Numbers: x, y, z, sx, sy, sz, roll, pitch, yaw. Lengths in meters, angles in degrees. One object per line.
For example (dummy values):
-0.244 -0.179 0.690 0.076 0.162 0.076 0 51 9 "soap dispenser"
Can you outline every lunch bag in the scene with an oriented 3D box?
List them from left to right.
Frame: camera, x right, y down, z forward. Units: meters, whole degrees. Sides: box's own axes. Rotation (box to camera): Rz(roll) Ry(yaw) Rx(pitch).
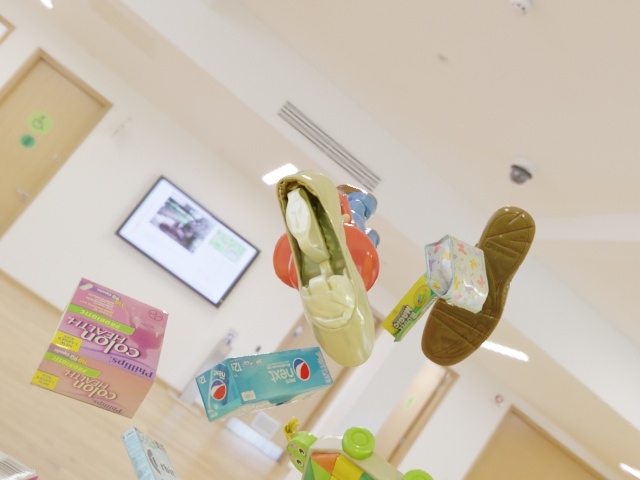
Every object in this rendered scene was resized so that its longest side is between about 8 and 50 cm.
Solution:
0.168 0.045 0.771 0.071 0.083 0.053 20 -37 -34 "lunch bag"

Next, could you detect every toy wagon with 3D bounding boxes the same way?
0.054 0.444 1.084 0.344 0.068 0.267 31 -51 25 "toy wagon"

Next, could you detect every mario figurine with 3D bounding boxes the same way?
0.000 0.000 0.935 0.198 0.170 0.320 52 18 -2 "mario figurine"

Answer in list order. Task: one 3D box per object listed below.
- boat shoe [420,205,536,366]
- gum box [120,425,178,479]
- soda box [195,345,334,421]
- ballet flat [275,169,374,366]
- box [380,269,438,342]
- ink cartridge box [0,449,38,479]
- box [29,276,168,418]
0.313 0.092 1.233 0.123 0.342 0.123 27 3 11 "boat shoe"
-0.396 0.554 1.484 0.184 0.041 0.157 51 -9 37 "gum box"
-0.075 0.205 0.901 0.210 0.071 0.067 7 55 -53 "soda box"
-0.001 0.030 0.735 0.086 0.086 0.248 79 -5 -77 "ballet flat"
0.151 0.091 0.955 0.043 0.105 0.179 39 17 7 "box"
-0.399 0.376 0.534 0.069 0.370 0.176 27 -3 10 "ink cartridge box"
-0.458 0.223 1.317 0.214 0.117 0.243 27 23 -18 "box"
